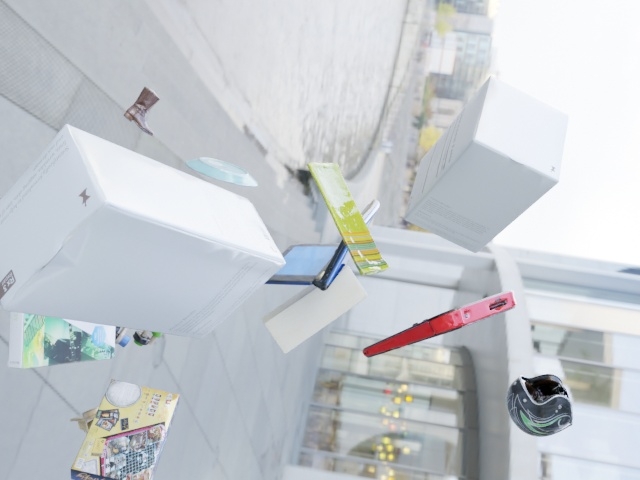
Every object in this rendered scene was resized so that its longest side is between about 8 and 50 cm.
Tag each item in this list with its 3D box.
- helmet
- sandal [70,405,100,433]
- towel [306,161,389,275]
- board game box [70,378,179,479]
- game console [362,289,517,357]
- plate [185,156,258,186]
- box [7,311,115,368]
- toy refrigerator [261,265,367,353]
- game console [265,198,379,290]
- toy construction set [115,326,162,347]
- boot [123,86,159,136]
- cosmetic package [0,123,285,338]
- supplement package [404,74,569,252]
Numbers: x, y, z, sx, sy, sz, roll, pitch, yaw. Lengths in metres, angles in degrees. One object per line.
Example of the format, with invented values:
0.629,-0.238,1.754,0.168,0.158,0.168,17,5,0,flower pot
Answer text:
0.584,0.444,1.899,0.169,0.162,0.169,-9,90,-82,helmet
-0.608,0.495,1.888,0.240,0.088,0.079,-33,-105,56,sandal
0.053,-0.044,1.335,0.102,0.021,0.237,-5,67,-60,towel
-0.424,0.429,1.556,0.243,0.165,0.042,-78,-177,-51,board game box
0.352,0.239,2.043,0.387,0.342,0.060,-9,77,-45,game console
-0.243,-0.176,1.756,0.188,0.188,0.024,-60,169,-76,plate
-0.667,0.206,1.849,0.322,0.059,0.232,7,82,-62,box
-0.018,0.180,1.894,0.102,0.270,0.094,56,-8,-8,toy refrigerator
0.000,0.000,1.804,0.250,0.173,0.293,-63,174,25,game console
-0.641,0.172,2.293,0.237,0.309,0.257,-55,172,5,toy construction set
-0.489,-0.370,2.018,0.114,0.106,0.037,-53,-159,-9,boot
-0.258,0.009,1.031,0.385,0.217,0.156,26,27,-55,cosmetic package
0.317,-0.139,1.375,0.293,0.178,0.175,-54,-167,57,supplement package
